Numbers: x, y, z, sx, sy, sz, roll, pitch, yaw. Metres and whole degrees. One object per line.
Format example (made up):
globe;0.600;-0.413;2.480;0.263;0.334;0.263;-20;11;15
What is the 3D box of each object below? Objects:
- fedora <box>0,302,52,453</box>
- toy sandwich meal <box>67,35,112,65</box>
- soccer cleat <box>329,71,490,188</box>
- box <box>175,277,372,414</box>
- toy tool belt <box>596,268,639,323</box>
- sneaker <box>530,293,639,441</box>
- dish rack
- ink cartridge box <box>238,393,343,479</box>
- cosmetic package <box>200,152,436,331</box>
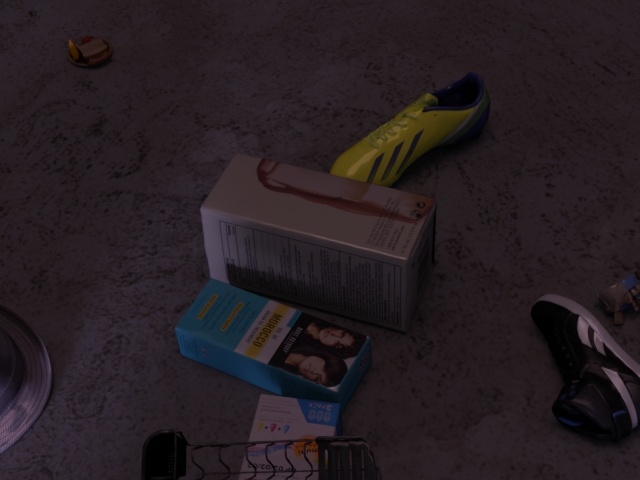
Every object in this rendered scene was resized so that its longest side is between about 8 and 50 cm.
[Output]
fedora;-0.491;0.147;1.570;0.275;0.124;0.244;34;60;22
toy sandwich meal;-0.395;-0.328;2.080;0.085;0.029;0.085;-2;48;3
soccer cleat;0.131;-0.166;1.828;0.289;0.121;0.093;-28;52;-20
box;-0.062;0.139;1.607;0.244;0.060;0.100;19;52;21
toy tool belt;0.419;0.075;1.642;0.083;0.052;0.051;-28;83;-15
sneaker;0.318;0.163;1.541;0.121;0.079;0.217;-30;54;-23
dish rack;-0.063;0.317;1.379;0.271;0.074;0.208;-3;77;8
ink cartridge box;-0.039;0.281;1.475;0.104;0.061;0.181;5;49;10
cosmetic package;0.000;0.000;1.670;0.296;0.153;0.129;15;49;15
